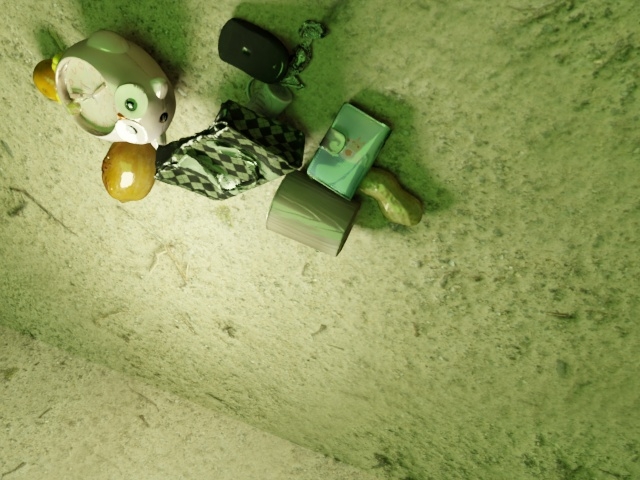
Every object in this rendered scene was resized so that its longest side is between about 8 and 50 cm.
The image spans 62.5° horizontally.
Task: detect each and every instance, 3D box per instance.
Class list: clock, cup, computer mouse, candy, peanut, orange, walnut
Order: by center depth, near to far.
[{"bbox_3d":[-0.052,-0.538,1.548,0.094,0.051,0.226,33,130,-3],"label":"candy"},{"bbox_3d":[-0.186,-0.558,1.572,0.269,0.086,0.138,34,119,21],"label":"computer mouse"},{"bbox_3d":[-0.177,-0.438,1.642,0.136,0.099,0.133,37,132,-18],"label":"cup"},{"bbox_3d":[0.214,-0.143,1.666,0.117,0.101,0.263,-42,99,19],"label":"peanut"},{"bbox_3d":[-0.645,-0.488,1.740,0.376,0.250,0.368,28,131,14],"label":"clock"},{"bbox_3d":[-0.011,-0.117,1.756,0.273,0.288,0.208,26,166,6],"label":"cup"},{"bbox_3d":[-0.943,-0.578,1.892,0.158,0.136,0.159,24,148,16],"label":"orange"},{"bbox_3d":[-0.711,-0.257,1.959,0.203,0.203,0.298,31,118,2],"label":"walnut"}]

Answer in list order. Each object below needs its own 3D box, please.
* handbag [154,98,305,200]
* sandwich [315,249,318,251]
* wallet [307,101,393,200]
[{"bbox_3d":[-0.301,-0.278,1.671,0.416,0.180,0.316,-15,156,39],"label":"handbag"},{"bbox_3d":[0.002,0.004,1.919,0.069,0.026,0.101,35,131,-2],"label":"sandwich"},{"bbox_3d":[0.084,-0.272,1.599,0.176,0.075,0.251,33,106,8],"label":"wallet"}]
